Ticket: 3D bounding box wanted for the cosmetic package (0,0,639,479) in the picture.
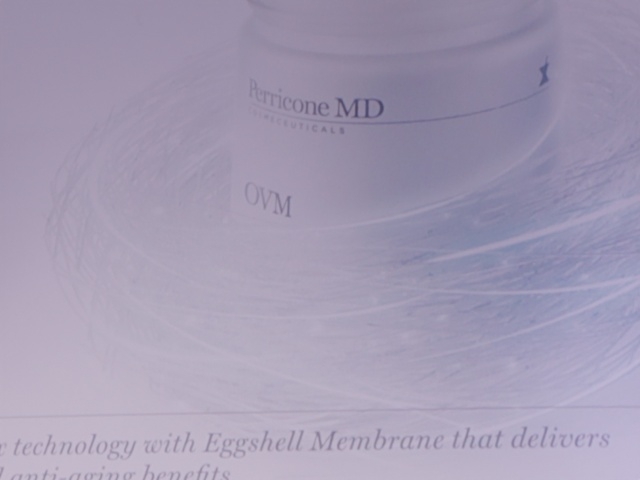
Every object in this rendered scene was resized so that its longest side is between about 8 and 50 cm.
[{"bbox_3d":[0.000,0.000,0.538,0.224,0.138,0.224,-2,67,11],"label":"cosmetic package"}]
